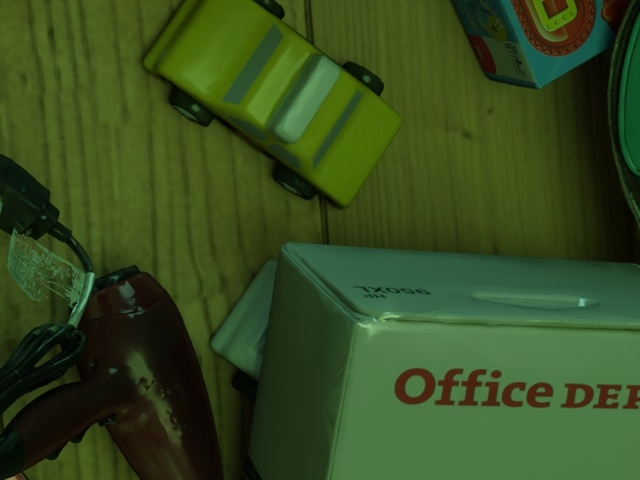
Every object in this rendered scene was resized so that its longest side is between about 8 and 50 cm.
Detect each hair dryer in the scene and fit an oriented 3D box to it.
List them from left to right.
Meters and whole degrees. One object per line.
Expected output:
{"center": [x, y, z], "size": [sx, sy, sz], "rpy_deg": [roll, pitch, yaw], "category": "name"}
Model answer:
{"center": [-0.163, 0.106, 1.187], "size": [0.293, 0.080, 0.223], "rpy_deg": [40, 51, -33], "category": "hair dryer"}

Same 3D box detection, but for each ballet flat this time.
{"center": [0.264, -0.048, 1.317], "size": [0.108, 0.106, 0.316], "rpy_deg": [-3, 102, 7], "category": "ballet flat"}

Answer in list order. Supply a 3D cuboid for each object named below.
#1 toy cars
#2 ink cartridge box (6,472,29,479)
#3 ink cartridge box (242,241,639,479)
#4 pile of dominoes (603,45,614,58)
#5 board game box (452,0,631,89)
{"center": [0.000, 0.000, 1.273], "size": [0.176, 0.087, 0.393], "rpy_deg": [-16, 102, -17], "category": "toy cars"}
{"center": [-0.333, 0.202, 1.160], "size": [0.283, 0.117, 0.207], "rpy_deg": [-39, 108, -12], "category": "ink cartridge box"}
{"center": [0.097, 0.212, 1.229], "size": [0.286, 0.166, 0.394], "rpy_deg": [3, 106, -22], "category": "ink cartridge box"}
{"center": [0.361, -0.122, 1.366], "size": [0.251, 0.040, 0.196], "rpy_deg": [-22, 95, 13], "category": "pile of dominoes"}
{"center": [0.201, -0.314, 1.294], "size": [0.302, 0.086, 0.308], "rpy_deg": [-32, 111, -13], "category": "board game box"}
